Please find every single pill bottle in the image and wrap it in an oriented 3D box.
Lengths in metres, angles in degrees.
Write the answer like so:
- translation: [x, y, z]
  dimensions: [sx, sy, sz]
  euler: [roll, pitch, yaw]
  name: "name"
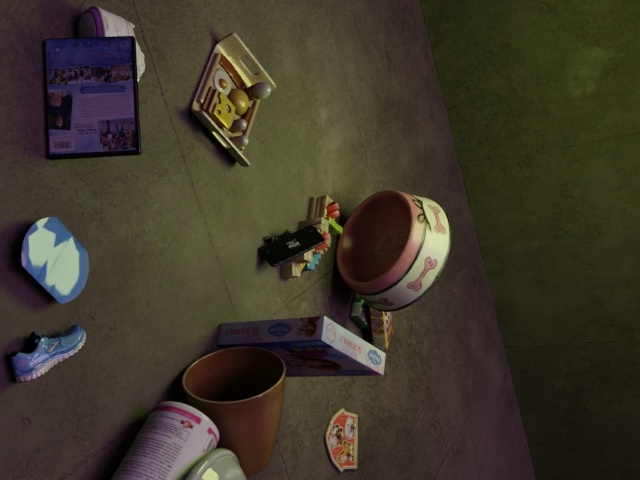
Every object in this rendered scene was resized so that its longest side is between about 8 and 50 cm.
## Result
- translation: [-0.334, 0.486, 1.405]
  dimensions: [0.160, 0.161, 0.283]
  euler: [61, 36, -30]
  name: "pill bottle"

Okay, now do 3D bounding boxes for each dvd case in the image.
- translation: [-0.463, -0.293, 1.408]
  dimensions: [0.022, 0.181, 0.252]
  euler: [126, -40, -80]
  name: "dvd case"

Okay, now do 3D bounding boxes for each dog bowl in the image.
- translation: [0.217, 0.016, 2.236]
  dimensions: [0.150, 0.408, 0.407]
  euler: [28, 58, -36]
  name: "dog bowl"

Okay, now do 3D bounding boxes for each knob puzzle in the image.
- translation: [0.073, 0.625, 2.163]
  dimensions: [0.213, 0.030, 0.213]
  euler: [21, 65, -55]
  name: "knob puzzle"

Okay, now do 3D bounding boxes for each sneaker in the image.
- translation: [-0.432, -0.355, 1.511]
  dimensions: [0.152, 0.114, 0.304]
  euler: [-5, 87, -58]
  name: "sneaker"
- translation: [-0.508, 0.196, 1.293]
  dimensions: [0.162, 0.064, 0.073]
  euler: [-42, 114, -55]
  name: "sneaker"

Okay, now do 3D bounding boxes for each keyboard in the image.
- translation: [-0.087, 0.013, 1.988]
  dimensions: [0.192, 0.038, 0.100]
  euler: [-24, 64, -29]
  name: "keyboard"

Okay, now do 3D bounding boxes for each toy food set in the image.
- translation: [-0.223, -0.383, 1.884]
  dimensions: [0.219, 0.093, 0.306]
  euler: [48, 43, -42]
  name: "toy food set"

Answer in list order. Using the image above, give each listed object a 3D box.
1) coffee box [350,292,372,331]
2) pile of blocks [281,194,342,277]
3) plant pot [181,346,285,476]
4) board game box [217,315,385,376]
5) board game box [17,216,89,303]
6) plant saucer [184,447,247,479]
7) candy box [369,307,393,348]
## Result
- translation: [0.156, 0.211, 2.397]
  dimensions: [0.113, 0.041, 0.184]
  euler: [49, 43, -43]
  name: "coffee box"
- translation: [0.000, 0.000, 2.129]
  dimensions: [0.148, 0.113, 0.362]
  euler: [61, 37, -30]
  name: "pile of blocks"
- translation: [-0.188, 0.419, 1.631]
  dimensions: [0.237, 0.237, 0.254]
  euler: [-40, 130, -55]
  name: "plant pot"
- translation: [-0.045, 0.282, 1.784]
  dimensions: [0.318, 0.319, 0.065]
  euler: [37, 53, -48]
  name: "board game box"
- translation: [-0.523, 0.039, 1.342]
  dimensions: [0.133, 0.033, 0.168]
  euler: [-76, 147, -42]
  name: "board game box"
- translation: [-0.219, 0.639, 1.419]
  dimensions: [0.400, 0.101, 0.400]
  euler: [10, 90, -74]
  name: "plant saucer"
- translation: [0.210, 0.267, 2.380]
  dimensions: [0.109, 0.053, 0.186]
  euler: [-58, 144, -57]
  name: "candy box"
